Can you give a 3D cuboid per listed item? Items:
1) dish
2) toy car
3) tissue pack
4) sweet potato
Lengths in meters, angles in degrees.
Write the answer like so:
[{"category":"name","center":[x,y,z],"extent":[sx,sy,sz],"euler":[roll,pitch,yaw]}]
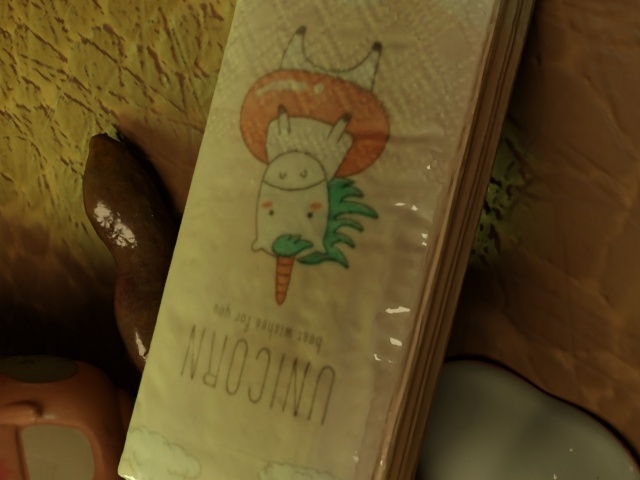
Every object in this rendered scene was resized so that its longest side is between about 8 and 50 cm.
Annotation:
[{"category":"dish","center":[0.105,0.194,0.859],"extent":[0.229,0.081,0.229],"euler":[19,125,30]},{"category":"toy car","center":[-0.207,0.194,0.935],"extent":[0.180,0.212,0.270],"euler":[-179,78,-82]},{"category":"tissue pack","center":[0.000,0.000,0.728],"extent":[0.170,0.071,0.325],"euler":[15,91,32]},{"category":"sweet potato","center":[-0.123,0.027,0.942],"extent":[0.051,0.065,0.218],"euler":[-26,78,54]}]
